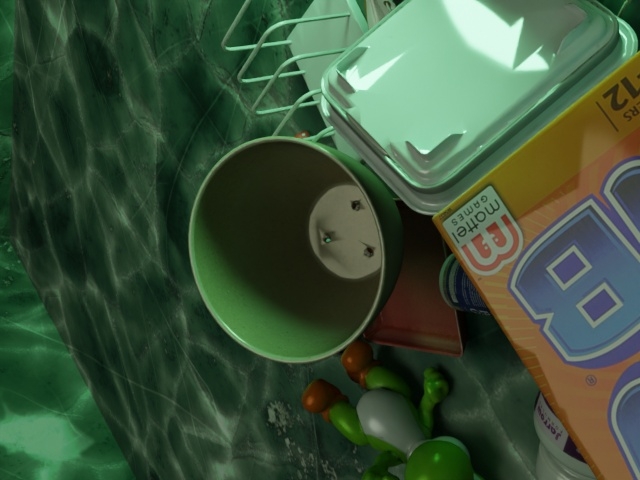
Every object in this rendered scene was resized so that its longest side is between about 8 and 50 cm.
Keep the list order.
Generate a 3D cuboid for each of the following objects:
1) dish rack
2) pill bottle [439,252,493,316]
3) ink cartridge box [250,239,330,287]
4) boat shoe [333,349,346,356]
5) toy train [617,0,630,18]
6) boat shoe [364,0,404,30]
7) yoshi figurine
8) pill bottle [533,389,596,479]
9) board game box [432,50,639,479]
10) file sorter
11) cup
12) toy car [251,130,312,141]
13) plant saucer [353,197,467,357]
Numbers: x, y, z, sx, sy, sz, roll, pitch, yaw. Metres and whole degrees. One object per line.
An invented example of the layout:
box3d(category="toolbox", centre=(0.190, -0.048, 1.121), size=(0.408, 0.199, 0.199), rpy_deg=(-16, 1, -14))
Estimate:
box3d(category="dish rack", centre=(0.171, -0.217, 1.046), size=(0.285, 0.333, 0.072), rpy_deg=(51, -178, 34))
box3d(category="pill bottle", centre=(0.259, 0.064, 1.247), size=(0.169, 0.094, 0.094), rpy_deg=(6, 108, 55))
box3d(category="ink cartridge box", centre=(-0.047, 0.020, 1.528), size=(0.066, 0.232, 0.189), rpy_deg=(-31, 58, 22))
box3d(category="boat shoe", centre=(0.043, 0.170, 1.590), size=(0.083, 0.183, 0.065), rpy_deg=(-22, 74, 18))
box3d(category="toy train", centre=(0.348, -0.313, 0.910), size=(0.105, 0.143, 0.248), rpy_deg=(59, 144, 22))
box3d(category="boat shoe", centre=(0.106, -0.404, 1.275), size=(0.096, 0.098, 0.277), rpy_deg=(1, 113, 55))
box3d(category="yoshi figurine", centre=(0.138, 0.325, 1.451), size=(0.362, 0.203, 0.203), rpy_deg=(40, 124, 28))
box3d(category="pill bottle", centre=(0.361, 0.189, 1.084), size=(0.169, 0.169, 0.301), rpy_deg=(37, 132, 42))
box3d(category="board game box", centre=(0.389, 0.022, 0.708), size=(0.356, 0.356, 0.356), rpy_deg=(-41, 68, 29))
box3d(category="file sorter", centre=(-0.018, -0.263, 1.441), size=(0.193, 0.173, 0.278), rpy_deg=(-42, 69, 54))
box3d(category="cup", centre=(0.000, 0.000, 1.344), size=(0.331, 0.237, 0.331), rpy_deg=(5, 101, 29))
box3d(category="toy car", centre=(-0.077, -0.092, 1.708), size=(0.239, 0.053, 0.225), rpy_deg=(1, 104, 56))
box3d(category="plant saucer", centre=(0.144, 0.053, 1.455), size=(0.258, 0.047, 0.259), rpy_deg=(1, 103, 56))
